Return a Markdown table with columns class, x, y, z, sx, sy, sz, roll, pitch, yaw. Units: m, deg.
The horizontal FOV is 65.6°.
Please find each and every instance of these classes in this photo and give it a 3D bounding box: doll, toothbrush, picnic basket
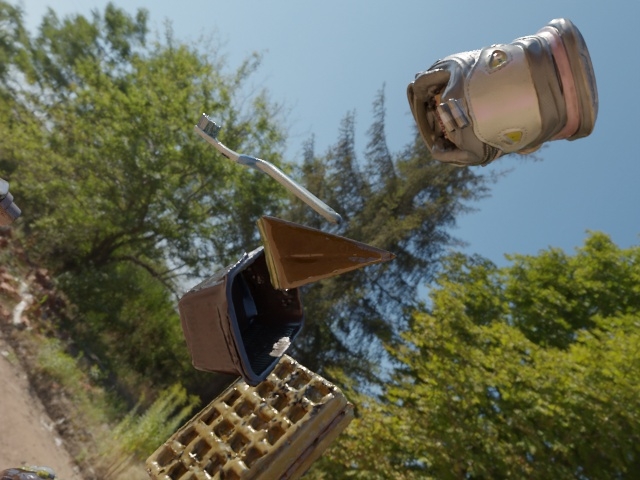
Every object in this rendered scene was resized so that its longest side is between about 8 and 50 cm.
| class | x | y | z | sx | sy | sz | roll | pitch | yaw |
| --- | --- | --- | --- | --- | --- | --- | --- | --- | --- |
| doll | -0.584 | 0.511 | 1.013 | 0.146 | 0.096 | 0.188 | 19 | -32 | 5 |
| toothbrush | -0.099 | -0.114 | 0.777 | 0.386 | 0.040 | 0.040 | 39 | -20 | 38 |
| picnic basket | -0.147 | 0.128 | 0.936 | 0.129 | 0.297 | 0.222 | -8 | -79 | 19 |

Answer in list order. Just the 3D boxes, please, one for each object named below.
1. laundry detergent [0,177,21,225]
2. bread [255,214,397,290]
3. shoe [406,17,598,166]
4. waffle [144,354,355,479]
| class | x | y | z | sx | sy | sz | roll | pitch | yaw |
| --- | --- | --- | --- | --- | --- | --- | --- | --- | --- |
| laundry detergent | -0.504 | -0.100 | 0.690 | 0.171 | 0.076 | 0.237 | 26 | -29 | 39 |
| bread | 0.005 | -0.001 | 0.572 | 0.074 | 0.139 | 0.084 | 166 | -90 | -78 |
| shoe | 0.112 | -0.092 | 0.359 | 0.180 | 0.092 | 0.088 | -105 | 176 | -79 |
| waffle | -0.143 | 0.407 | 1.017 | 0.261 | 0.376 | 0.113 | 16 | -43 | 47 |
